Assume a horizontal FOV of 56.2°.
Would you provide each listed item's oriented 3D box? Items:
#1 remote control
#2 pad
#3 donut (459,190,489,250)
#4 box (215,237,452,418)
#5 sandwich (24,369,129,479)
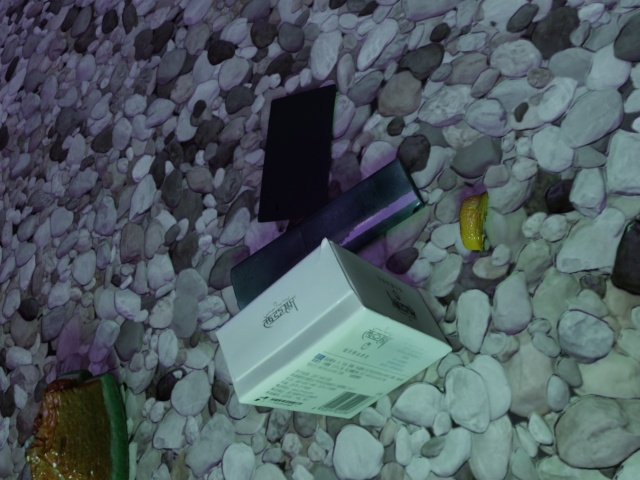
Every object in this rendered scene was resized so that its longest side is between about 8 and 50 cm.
[{"bbox_3d":[0.000,0.000,1.038,0.377,0.044,0.107,-33,53,20],"label":"remote control"},{"bbox_3d":[-0.045,-0.165,1.151,0.159,0.009,0.265,-4,73,33],"label":"pad"},{"bbox_3d":[0.230,-0.028,0.902,0.038,0.067,0.083,-1,105,27],"label":"donut"},{"bbox_3d":[0.027,0.137,0.825,0.203,0.274,0.116,-39,55,17],"label":"box"},{"bbox_3d":[-0.454,0.365,1.129,0.109,0.212,0.292,-19,49,11],"label":"sandwich"}]
